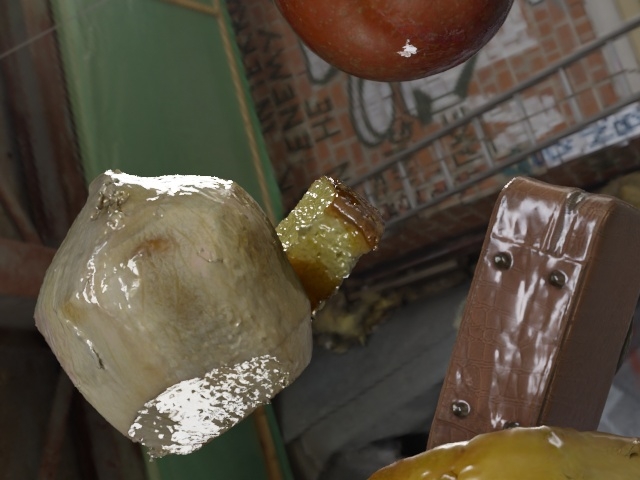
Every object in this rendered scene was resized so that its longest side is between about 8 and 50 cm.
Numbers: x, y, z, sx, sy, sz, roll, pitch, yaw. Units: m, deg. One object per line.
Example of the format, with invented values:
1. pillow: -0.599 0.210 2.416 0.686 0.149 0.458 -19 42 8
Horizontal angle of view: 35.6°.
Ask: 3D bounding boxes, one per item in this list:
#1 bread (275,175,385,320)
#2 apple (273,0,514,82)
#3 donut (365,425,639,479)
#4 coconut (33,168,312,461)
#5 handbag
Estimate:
1. bread: 0.000 0.000 0.817 0.065 0.103 0.187 40 -173 -11
2. apple: 0.090 -0.359 1.182 0.348 0.348 0.277 59 173 -25
3. donut: 0.113 0.218 0.470 0.277 0.277 0.108 64 -150 -11
4. coconut: -0.102 0.038 0.685 0.194 0.194 0.194 51 -154 -38
5. handbag: 0.144 0.064 0.630 0.151 0.072 0.193 9 -83 -59
